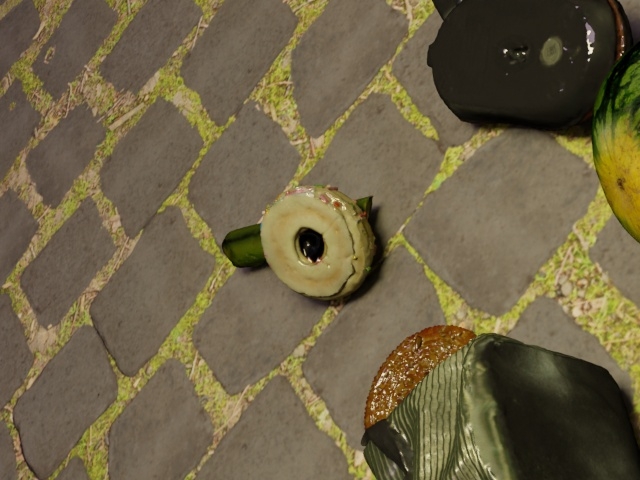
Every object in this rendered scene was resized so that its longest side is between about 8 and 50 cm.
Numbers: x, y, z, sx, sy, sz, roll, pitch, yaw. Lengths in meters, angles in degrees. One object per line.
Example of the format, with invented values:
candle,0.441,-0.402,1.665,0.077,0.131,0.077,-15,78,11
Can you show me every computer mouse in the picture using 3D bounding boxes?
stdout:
computer mouse,0.273,-0.232,1.631,0.323,0.116,0.183,13,93,52

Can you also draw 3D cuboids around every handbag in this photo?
handbag,0.194,0.288,1.326,0.240,0.247,0.341,-43,44,36

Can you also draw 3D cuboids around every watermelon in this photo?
watermelon,0.409,-0.097,1.307,0.269,0.269,0.269,-25,51,35

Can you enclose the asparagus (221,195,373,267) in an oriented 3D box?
asparagus,-0.028,-0.010,1.859,0.277,0.060,0.067,-11,80,38

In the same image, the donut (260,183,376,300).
donut,0.000,0.000,1.763,0.174,0.068,0.175,11,113,27

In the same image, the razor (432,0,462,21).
razor,0.289,-0.428,1.743,0.326,0.107,0.189,-30,49,31

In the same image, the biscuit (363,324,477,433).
biscuit,0.130,0.170,1.614,0.206,0.025,0.126,-31,48,30
